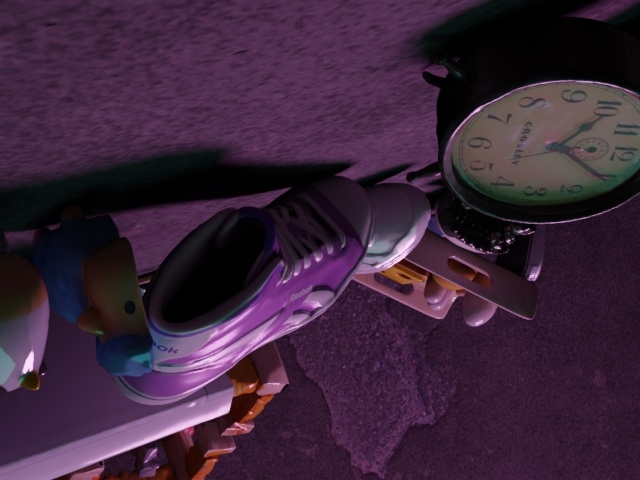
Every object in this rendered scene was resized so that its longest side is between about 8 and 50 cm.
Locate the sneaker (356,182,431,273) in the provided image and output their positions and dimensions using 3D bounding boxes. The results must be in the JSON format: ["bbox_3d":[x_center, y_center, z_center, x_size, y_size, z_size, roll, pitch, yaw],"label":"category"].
[{"bbox_3d":[0.000,0.000,0.955,0.232,0.090,0.115,-20,171,24],"label":"sneaker"}]

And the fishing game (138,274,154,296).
[{"bbox_3d":[-0.189,0.060,1.247,0.189,0.041,0.264,-15,175,8],"label":"fishing game"}]

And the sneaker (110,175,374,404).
[{"bbox_3d":[-0.031,0.011,0.715,0.282,0.102,0.161,-42,171,-36],"label":"sneaker"}]

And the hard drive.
[{"bbox_3d":[-0.281,0.121,0.790,0.233,0.047,0.353,33,-150,34],"label":"hard drive"}]

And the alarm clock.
[{"bbox_3d":[0.152,-0.066,0.533,0.192,0.064,0.129,7,145,-1],"label":"alarm clock"}]

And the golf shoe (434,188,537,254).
[{"bbox_3d":[0.204,-0.028,1.244,0.120,0.105,0.273,-14,177,31],"label":"golf shoe"}]

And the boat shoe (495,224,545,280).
[{"bbox_3d":[0.295,-0.024,1.398,0.076,0.080,0.228,13,-138,5],"label":"boat shoe"}]

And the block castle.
[{"bbox_3d":[-0.279,0.254,1.520,0.303,0.213,0.453,-2,145,-34],"label":"block castle"}]

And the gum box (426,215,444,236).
[{"bbox_3d":[0.117,0.001,1.595,0.157,0.041,0.184,-21,173,37],"label":"gum box"}]

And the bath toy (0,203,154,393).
[{"bbox_3d":[-0.281,0.070,0.545,0.348,0.129,0.151,-13,174,-29],"label":"bath toy"}]

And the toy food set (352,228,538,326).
[{"bbox_3d":[0.155,0.063,1.374,0.220,0.092,0.306,26,167,-14],"label":"toy food set"}]
